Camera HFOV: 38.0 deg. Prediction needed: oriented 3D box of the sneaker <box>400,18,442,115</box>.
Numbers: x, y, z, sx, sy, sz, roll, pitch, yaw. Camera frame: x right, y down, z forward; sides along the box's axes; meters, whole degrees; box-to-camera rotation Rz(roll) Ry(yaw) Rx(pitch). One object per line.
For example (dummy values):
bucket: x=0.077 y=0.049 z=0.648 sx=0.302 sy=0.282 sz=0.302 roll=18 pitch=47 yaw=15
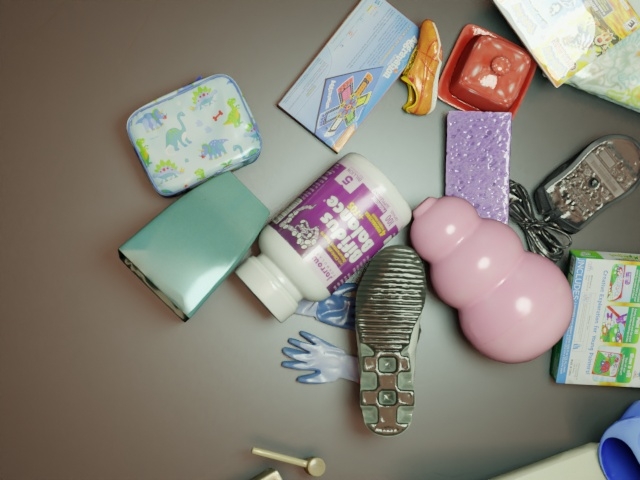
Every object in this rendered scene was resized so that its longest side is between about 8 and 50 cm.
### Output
sneaker: x=0.184 y=-0.316 z=1.702 sx=0.067 sy=0.064 sz=0.175 roll=2 pitch=101 yaw=-12

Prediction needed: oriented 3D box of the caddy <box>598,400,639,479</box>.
caddy: x=0.650 y=0.422 z=1.631 sx=0.341 sy=0.241 sz=0.179 roll=50 pitch=50 yaw=-2

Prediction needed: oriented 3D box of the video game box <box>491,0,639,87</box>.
video game box: x=0.437 y=-0.409 z=1.657 sx=0.187 sy=0.048 sz=0.205 roll=-36 pitch=97 yaw=15

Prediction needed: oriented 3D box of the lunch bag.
lunch bag: x=-0.224 y=-0.189 z=1.662 sx=0.219 sy=0.090 sz=0.176 roll=-26 pitch=92 yaw=-5

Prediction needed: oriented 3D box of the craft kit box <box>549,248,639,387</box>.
craft kit box: x=0.563 y=0.147 z=1.705 sx=0.247 sy=0.061 sz=0.249 roll=5 pitch=107 yaw=-1

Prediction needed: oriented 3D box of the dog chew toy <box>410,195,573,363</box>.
dog chew toy: x=0.288 y=0.057 z=1.644 sx=0.206 sy=0.206 sz=0.332 roll=-43 pitch=92 yaw=-5

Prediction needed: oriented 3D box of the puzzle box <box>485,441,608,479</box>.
puzzle box: x=0.376 y=0.535 z=1.631 sx=0.409 sy=0.052 sz=0.272 roll=-8 pitch=89 yaw=-32

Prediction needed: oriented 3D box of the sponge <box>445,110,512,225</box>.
sponge: x=0.290 y=-0.132 z=1.709 sx=0.117 sy=0.031 sz=0.210 roll=3 pitch=94 yaw=17

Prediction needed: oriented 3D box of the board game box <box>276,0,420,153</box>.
board game box: x=0.062 y=-0.314 z=1.724 sx=0.145 sy=0.027 sz=0.281 roll=39 pitch=85 yaw=-2

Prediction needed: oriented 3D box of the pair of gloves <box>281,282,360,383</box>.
pair of gloves: x=0.018 y=0.170 z=1.709 sx=0.159 sy=0.023 sz=0.198 roll=12 pitch=87 yaw=-6

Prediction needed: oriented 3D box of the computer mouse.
computer mouse: x=0.477 y=-0.100 z=1.740 sx=0.272 sy=0.072 sz=0.188 roll=-35 pitch=94 yaw=7

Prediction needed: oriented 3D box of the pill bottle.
pill bottle: x=0.000 y=0.000 z=1.636 sx=0.301 sy=0.169 sz=0.169 roll=-43 pitch=92 yaw=-6

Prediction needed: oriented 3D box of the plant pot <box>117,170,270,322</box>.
plant pot: x=-0.210 y=0.000 z=1.626 sx=0.165 sy=0.166 sz=0.234 roll=45 pitch=78 yaw=-3

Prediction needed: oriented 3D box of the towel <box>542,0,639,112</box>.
towel: x=0.641 y=-0.391 z=1.715 sx=0.375 sy=0.090 sz=0.320 roll=20 pitch=100 yaw=-4

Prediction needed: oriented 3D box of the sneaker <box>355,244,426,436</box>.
sneaker: x=0.118 y=0.173 z=1.658 sx=0.123 sy=0.146 sz=0.330 roll=6 pitch=86 yaw=4

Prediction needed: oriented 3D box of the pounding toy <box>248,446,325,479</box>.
pounding toy: x=-0.087 y=0.451 z=1.661 sx=0.206 sy=0.094 sz=0.181 roll=-29 pitch=86 yaw=-15

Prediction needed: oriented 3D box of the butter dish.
butter dish: x=0.317 y=-0.308 z=1.701 sx=0.160 sy=0.118 sz=0.160 roll=25 pitch=86 yaw=-5
